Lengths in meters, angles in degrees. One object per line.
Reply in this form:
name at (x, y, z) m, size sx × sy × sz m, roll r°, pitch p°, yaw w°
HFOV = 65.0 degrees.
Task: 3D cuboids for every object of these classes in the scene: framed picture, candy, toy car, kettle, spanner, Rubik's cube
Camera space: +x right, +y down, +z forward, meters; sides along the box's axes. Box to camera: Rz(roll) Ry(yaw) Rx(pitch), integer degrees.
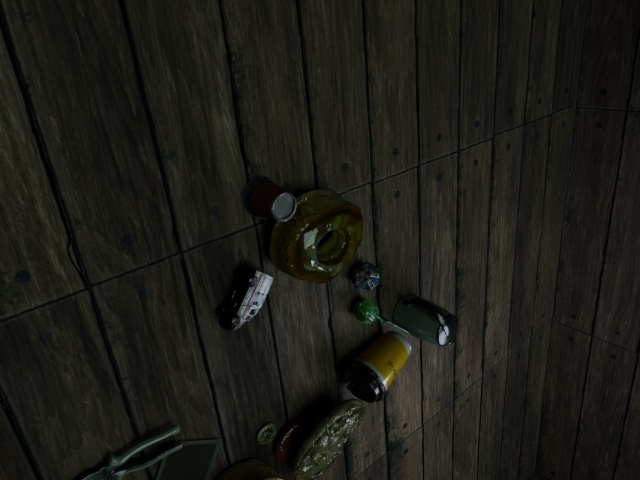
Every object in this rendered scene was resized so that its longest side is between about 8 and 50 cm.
framed picture at (-0.438, 0.750, 1.602) m, size 0.197 × 0.014 × 0.252 m, roll 17°, pitch 94°, yaw -43°
candy at (0.254, 0.316, 1.962) m, size 0.324 × 0.097 × 0.097 m, roll 30°, pitch 85°, yaw -31°
toy car at (-0.228, 0.179, 1.529) m, size 0.108 × 0.090 × 0.209 m, roll 30°, pitch 82°, yaw -48°
kettle at (0.425, 0.313, 2.042) m, size 0.161 × 0.237 × 0.221 m, roll -44°, pitch 129°, yaw -20°
spanner at (-0.555, 0.634, 1.438) m, size 0.325 × 0.040 × 0.095 m, roll -18°, pitch 116°, yaw -32°
Rubik's cube at (0.165, 0.133, 1.850) m, size 0.111 × 0.111 × 0.093 m, roll 13°, pitch 122°, yaw -43°

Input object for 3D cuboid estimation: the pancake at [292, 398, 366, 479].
pancake at (0.036, 0.758, 1.918) m, size 0.387 × 0.082 × 0.386 m, roll -33°, pitch 142°, yaw -31°

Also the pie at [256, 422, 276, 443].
pie at (-0.191, 0.691, 1.791) m, size 0.084 × 0.021 × 0.083 m, roll -15°, pitch 114°, yaw -37°

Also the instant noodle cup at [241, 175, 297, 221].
instant noodle cup at (-0.141, -0.113, 1.464) m, size 0.127 × 0.136 × 0.127 m, roll -17°, pitch 117°, yaw -36°

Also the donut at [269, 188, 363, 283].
donut at (0.000, 0.000, 1.595) m, size 0.330 × 0.160 × 0.329 m, roll -29°, pitch 138°, yaw -31°

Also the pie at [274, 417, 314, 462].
pie at (-0.094, 0.748, 1.878) m, size 0.183 × 0.050 × 0.182 m, roll -15°, pitch 115°, yaw -36°

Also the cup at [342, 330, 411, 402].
cup at (0.229, 0.492, 1.982) m, size 0.280 × 0.197 × 0.196 m, roll -37°, pitch 127°, yaw -34°

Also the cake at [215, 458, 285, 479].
cake at (-0.204, 0.948, 1.671) m, size 0.333 × 0.321 × 0.331 m, roll -14°, pitch 113°, yaw -35°
